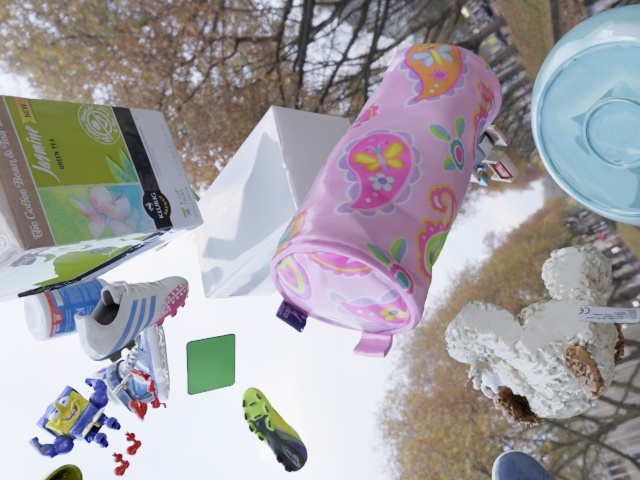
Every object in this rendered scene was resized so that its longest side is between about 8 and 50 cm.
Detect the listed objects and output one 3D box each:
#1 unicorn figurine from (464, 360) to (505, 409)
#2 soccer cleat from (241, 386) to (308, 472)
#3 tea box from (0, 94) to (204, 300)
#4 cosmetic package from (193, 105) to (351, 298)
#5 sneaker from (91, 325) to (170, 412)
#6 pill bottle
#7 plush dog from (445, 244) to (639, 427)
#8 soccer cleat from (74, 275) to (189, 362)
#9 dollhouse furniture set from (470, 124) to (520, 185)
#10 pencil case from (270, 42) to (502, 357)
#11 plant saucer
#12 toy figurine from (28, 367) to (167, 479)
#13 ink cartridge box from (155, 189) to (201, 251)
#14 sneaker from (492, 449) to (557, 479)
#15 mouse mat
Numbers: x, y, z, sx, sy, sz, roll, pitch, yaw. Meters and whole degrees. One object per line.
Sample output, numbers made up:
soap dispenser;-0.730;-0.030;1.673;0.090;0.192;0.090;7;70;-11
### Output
unicorn figurine;0.318;0.244;0.943;0.060;0.162;0.111;-125;16;-62
soccer cleat;-0.140;0.565;1.636;0.289;0.093;0.121;54;-170;1
tea box;-0.435;-0.049;0.853;0.324;0.329;0.219;-17;-95;-61
cosmetic package;-0.086;-0.045;0.947;0.155;0.366;0.196;1;-113;-35
sneaker;-0.612;0.394;1.715;0.130;0.237;0.322;-109;17;-63
pill bottle;-0.565;0.155;1.283;0.222;0.124;0.124;-11;-109;-48
plush dog;0.347;0.170;0.773;0.225;0.263;0.210;52;-173;-41
soccer cleat;-0.426;0.143;1.263;0.331;0.116;0.143;-49;-50;-55
dollhouse furniture set;0.412;-0.182;1.360;0.184;0.129;0.129;40;174;-27
pencil case;0.065;-0.049;0.457;0.124;0.124;0.284;47;-129;-25
plant saucer;0.418;-0.151;0.740;0.044;0.318;0.317;-31;-89;-24
toy figurine;-0.559;0.446;1.236;0.362;0.217;0.191;-60;-32;-33
ink cartridge box;-0.455;-0.075;1.644;0.109;0.062;0.209;50;-130;-14
sneaker;0.396;0.479;0.849;0.148;0.131;0.350;83;166;-46
mouse mat;-0.330;0.374;1.636;0.153;0.189;0.007;-6;-157;-26
